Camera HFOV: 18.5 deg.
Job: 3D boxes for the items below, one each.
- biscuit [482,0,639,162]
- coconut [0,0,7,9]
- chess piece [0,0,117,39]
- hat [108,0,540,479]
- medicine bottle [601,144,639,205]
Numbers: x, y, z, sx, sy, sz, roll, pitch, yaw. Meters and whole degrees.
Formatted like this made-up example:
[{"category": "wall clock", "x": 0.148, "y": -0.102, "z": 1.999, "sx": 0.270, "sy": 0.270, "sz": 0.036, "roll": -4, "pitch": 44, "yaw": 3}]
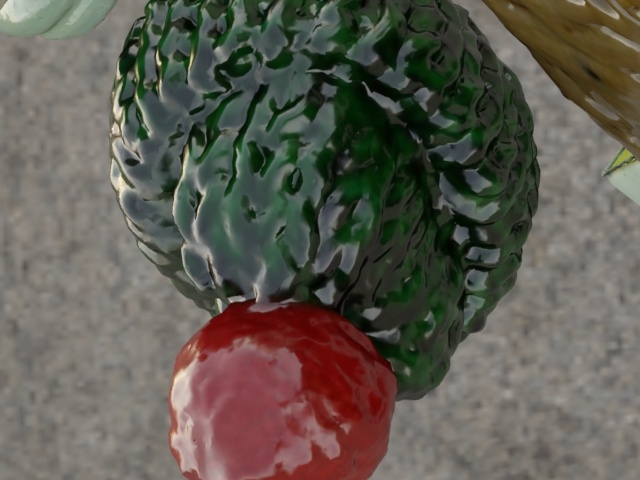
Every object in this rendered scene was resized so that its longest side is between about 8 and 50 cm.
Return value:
[{"category": "biscuit", "x": 0.186, "y": -0.069, "z": 0.904, "sx": 0.359, "sy": 0.359, "sz": 0.046, "roll": 36, "pitch": 85, "yaw": 37}, {"category": "coconut", "x": -0.238, "y": -0.186, "z": 1.090, "sx": 0.161, "sy": 0.162, "sz": 0.161, "roll": 2, "pitch": 104, "yaw": 6}, {"category": "chess piece", "x": -0.272, "y": -0.247, "z": 1.243, "sx": 0.194, "sy": 0.299, "sz": 0.195, "roll": -26, "pitch": 58, "yaw": 54}, {"category": "hat", "x": 0.000, "y": 0.000, "z": 1.100, "sx": 0.242, "sy": 0.274, "sz": 0.332, "roll": -38, "pitch": 28, "yaw": 36}, {"category": "medicine bottle", "x": 0.354, "y": -0.112, "z": 1.548, "sx": 0.141, "sy": 0.137, "sz": 0.250, "roll": 37, "pitch": 85, "yaw": -2}]
